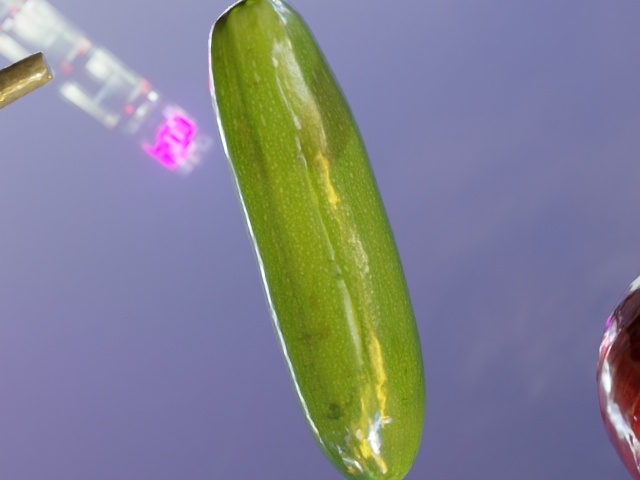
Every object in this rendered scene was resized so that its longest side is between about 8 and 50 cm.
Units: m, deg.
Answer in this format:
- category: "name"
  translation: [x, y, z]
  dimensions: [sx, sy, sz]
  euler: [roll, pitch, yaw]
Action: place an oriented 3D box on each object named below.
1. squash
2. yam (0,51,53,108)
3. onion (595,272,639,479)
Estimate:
- category: "squash"
  translation: [0.001, 0.000, 0.950]
  dimensions: [0.082, 0.293, 0.082]
  euler: [-16, -171, 3]
- category: "yam"
  translation: [-0.201, -0.072, 0.921]
  dimensions: [0.116, 0.021, 0.021]
  euler: [-27, -151, 1]
- category: "onion"
  translation: [0.156, 0.050, 0.567]
  dimensions: [0.131, 0.131, 0.131]
  euler: [-38, -150, 26]
